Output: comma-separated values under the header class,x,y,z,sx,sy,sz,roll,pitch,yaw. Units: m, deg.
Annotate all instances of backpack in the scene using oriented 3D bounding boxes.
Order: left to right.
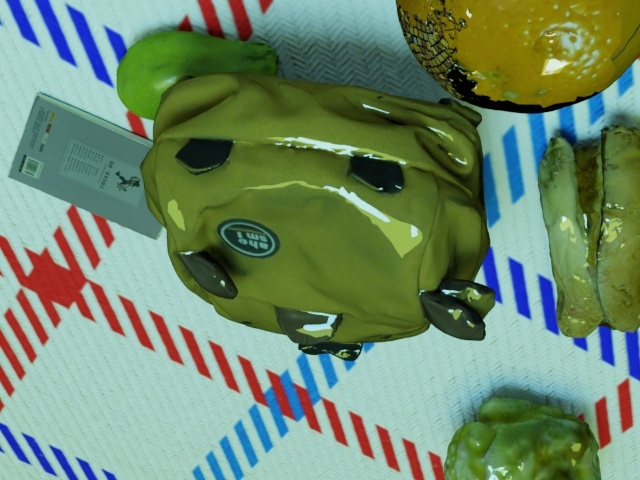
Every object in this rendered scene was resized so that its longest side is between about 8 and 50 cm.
class,x,y,z,sx,sy,sz,roll,pitch,yaw
backpack,0.003,-0.005,1.053,0.354,0.201,0.378,8,155,14

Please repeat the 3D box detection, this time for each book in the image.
class,x,y,z,sx,sy,sz,roll,pitch,yaw
book,-0.242,-0.078,1.199,0.182,0.014,0.127,23,130,-10

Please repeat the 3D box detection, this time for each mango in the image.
class,x,y,z,sx,sy,sz,roll,pitch,yaw
mango,-0.122,-0.160,1.070,0.165,0.074,0.091,-6,127,14

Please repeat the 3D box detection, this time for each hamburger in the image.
class,x,y,z,sx,sy,sz,roll,pitch,yaw
hamburger,0.292,0.007,1.111,0.124,0.131,0.262,-7,133,15

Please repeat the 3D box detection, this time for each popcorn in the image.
class,x,y,z,sx,sy,sz,roll,pitch,yaw
popcorn,0.243,0.284,1.319,0.187,0.185,0.167,28,133,20

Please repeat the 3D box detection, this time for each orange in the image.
class,x,y,z,sx,sy,sz,roll,pitch,yaw
orange,0.178,-0.215,0.915,0.235,0.182,0.234,-4,130,-5
